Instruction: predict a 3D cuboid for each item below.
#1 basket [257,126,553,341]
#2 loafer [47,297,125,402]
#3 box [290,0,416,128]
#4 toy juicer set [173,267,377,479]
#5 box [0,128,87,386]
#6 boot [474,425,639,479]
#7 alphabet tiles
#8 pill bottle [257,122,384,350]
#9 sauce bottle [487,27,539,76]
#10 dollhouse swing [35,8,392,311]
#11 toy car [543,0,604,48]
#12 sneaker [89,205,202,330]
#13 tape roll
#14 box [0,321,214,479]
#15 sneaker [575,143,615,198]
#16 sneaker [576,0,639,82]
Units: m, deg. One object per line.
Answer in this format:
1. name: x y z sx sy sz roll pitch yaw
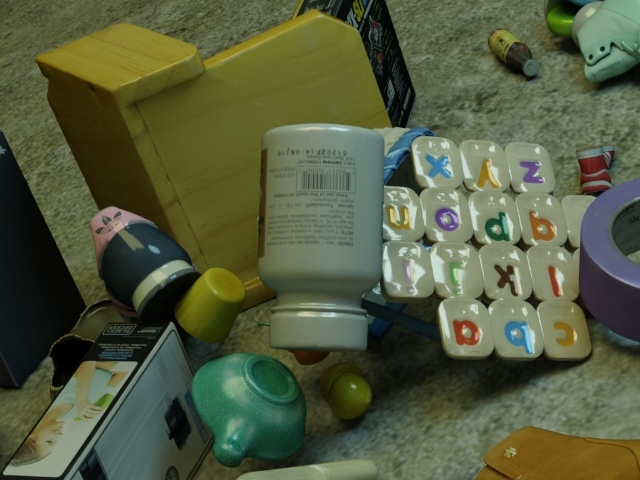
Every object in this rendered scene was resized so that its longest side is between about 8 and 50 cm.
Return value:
1. basket: 0.098 -0.010 1.787 0.289 0.201 0.254 13 48 32
2. loafer: -0.276 0.140 1.889 0.094 0.087 0.251 -15 30 10
3. box: 0.040 -0.221 2.110 0.079 0.257 0.322 -10 32 21
4. toy juicer set: -0.040 0.182 1.633 0.089 0.209 0.329 -54 33 31
5. box: -0.515 0.024 2.021 0.294 0.296 0.182 -2 35 31
6. boot: 0.267 0.203 1.413 0.295 0.104 0.211 -41 33 -16
7. alphabet tiles: 0.194 0.008 1.692 0.284 0.021 0.278 2 58 -18
8. pill bottle: 0.000 0.000 1.613 0.131 0.229 0.131 1 -6 0
9. sauce bottle: 0.284 -0.274 2.256 0.042 0.042 0.128 -24 28 -5
10. dollhouse swing: -0.119 -0.134 1.976 0.305 0.346 0.315 -35 32 -21
11. toy car: 0.407 -0.365 2.233 0.182 0.136 0.159 -23 30 -4
12. sneaker: -0.204 0.040 1.816 0.112 0.131 0.319 -38 -9 -14
13. tape roll: 0.370 0.020 1.637 0.189 0.080 0.189 -3 42 3
14. box: -0.224 0.238 1.622 0.087 0.169 0.290 -1 34 27
15. sneaker: 0.346 -0.085 1.921 0.042 0.067 0.118 -10 2 23
16. sneaker: 0.443 -0.239 2.080 0.151 0.094 0.256 -45 44 18
